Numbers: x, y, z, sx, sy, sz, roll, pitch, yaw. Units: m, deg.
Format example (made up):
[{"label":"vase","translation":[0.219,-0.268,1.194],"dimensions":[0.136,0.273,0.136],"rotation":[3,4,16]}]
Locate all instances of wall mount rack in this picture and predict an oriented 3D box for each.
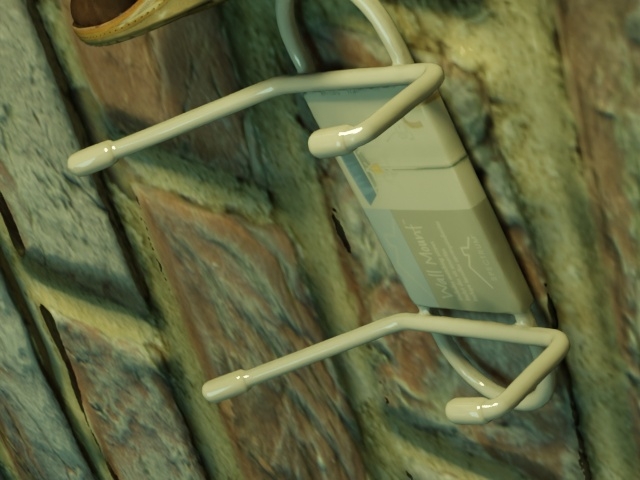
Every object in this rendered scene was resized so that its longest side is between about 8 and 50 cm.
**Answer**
[{"label":"wall mount rack","translation":[0.000,0.000,1.128],"dimensions":[0.304,0.130,0.350],"rotation":[1,124,53]}]

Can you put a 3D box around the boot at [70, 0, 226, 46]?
[{"label":"boot","translation":[-0.123,-0.242,1.094],"dimensions":[0.248,0.090,0.206],"rotation":[-10,104,58]}]
